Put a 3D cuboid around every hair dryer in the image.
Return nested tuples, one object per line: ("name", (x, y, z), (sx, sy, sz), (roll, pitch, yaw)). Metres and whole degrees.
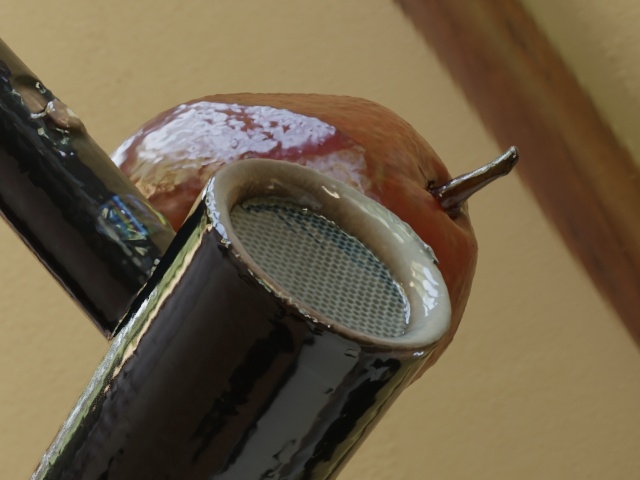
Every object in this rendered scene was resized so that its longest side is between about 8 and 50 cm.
("hair dryer", (-0.086, -0.011, 0.524), (0.255, 0.070, 0.128), (45, -60, 25))

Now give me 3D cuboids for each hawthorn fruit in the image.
("hawthorn fruit", (0.000, 0.000, 0.977), (0.225, 0.196, 0.197), (-21, -87, 15))
